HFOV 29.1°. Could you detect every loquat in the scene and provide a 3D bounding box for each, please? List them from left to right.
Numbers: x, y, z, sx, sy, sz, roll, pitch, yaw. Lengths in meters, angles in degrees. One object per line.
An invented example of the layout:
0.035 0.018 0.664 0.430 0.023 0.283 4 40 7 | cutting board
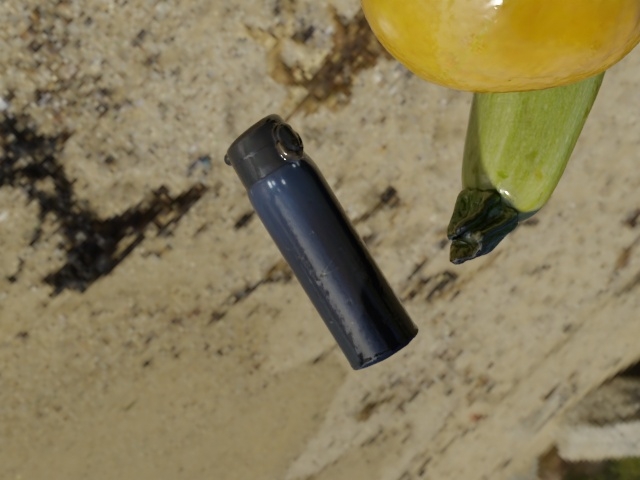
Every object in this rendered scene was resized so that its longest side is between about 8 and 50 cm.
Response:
0.123 -0.192 0.806 0.208 0.208 0.208 -43 163 -16 | loquat

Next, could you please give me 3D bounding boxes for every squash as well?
0.192 -0.099 1.160 0.137 0.137 0.287 60 44 -73 | squash

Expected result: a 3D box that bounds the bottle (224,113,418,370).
0.000 0.000 1.131 0.072 0.244 0.082 -36 -175 -42 | bottle
